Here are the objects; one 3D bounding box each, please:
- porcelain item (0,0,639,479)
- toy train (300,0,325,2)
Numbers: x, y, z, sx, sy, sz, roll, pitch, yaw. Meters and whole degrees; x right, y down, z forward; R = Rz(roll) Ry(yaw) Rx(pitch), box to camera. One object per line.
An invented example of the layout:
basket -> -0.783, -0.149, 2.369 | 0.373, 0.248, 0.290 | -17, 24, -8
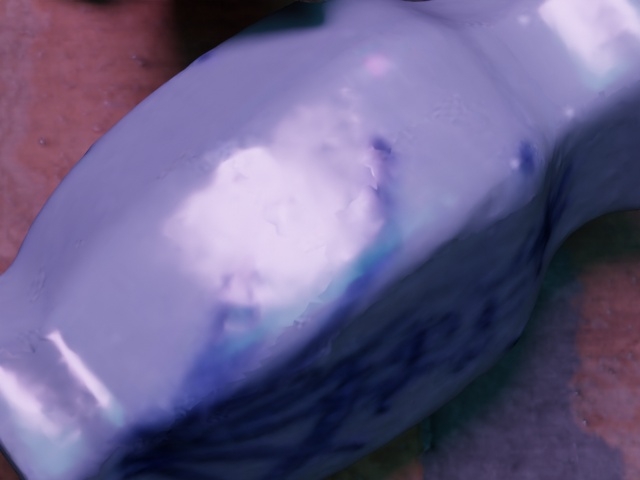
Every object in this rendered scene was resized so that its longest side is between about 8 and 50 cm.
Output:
porcelain item -> 0.000, 0.000, 0.771 | 0.405, 0.242, 0.178 | -33, 59, -15
toy train -> -0.035, -0.226, 0.781 | 0.159, 0.326, 0.129 | 7, 115, 1
